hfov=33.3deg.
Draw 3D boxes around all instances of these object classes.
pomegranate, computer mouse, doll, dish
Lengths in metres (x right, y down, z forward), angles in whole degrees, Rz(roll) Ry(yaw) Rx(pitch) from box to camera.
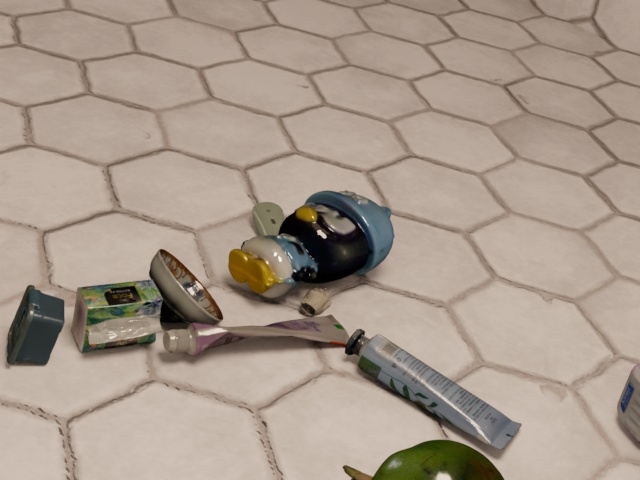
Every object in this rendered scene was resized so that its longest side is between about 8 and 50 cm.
[{"bbox_3d":[0.112,0.319,1.253,0.225,0.187,0.187,7,22,38],"label":"pomegranate"},{"bbox_3d":[-0.083,-0.020,1.828,0.056,0.032,0.110,-3,46,-23],"label":"computer mouse"},{"bbox_3d":[0.000,0.000,1.726,0.314,0.141,0.177,-23,35,-39],"label":"doll"},{"bbox_3d":[-0.217,0.089,1.569,0.141,0.078,0.141,49,3,-3],"label":"dish"}]

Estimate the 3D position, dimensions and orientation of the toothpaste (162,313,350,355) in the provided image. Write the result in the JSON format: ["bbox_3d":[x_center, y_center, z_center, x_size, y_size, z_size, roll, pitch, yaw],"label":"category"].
[{"bbox_3d":[-0.088,0.138,1.563,0.301,0.048,0.075,-1,6,-33],"label":"toothpaste"}]

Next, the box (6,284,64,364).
[{"bbox_3d":[-0.383,0.118,1.441,0.054,0.099,0.074,16,29,-26],"label":"box"}]

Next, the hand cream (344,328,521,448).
[{"bbox_3d":[0.156,0.212,1.534,0.271,0.058,0.091,30,23,19],"label":"hand cream"}]

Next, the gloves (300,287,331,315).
[{"bbox_3d":[-0.007,0.097,1.674,0.044,0.037,0.081,49,25,-10],"label":"gloves"}]

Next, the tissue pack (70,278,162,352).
[{"bbox_3d":[-0.282,0.111,1.495,0.111,0.085,0.079,-5,37,-29],"label":"tissue pack"}]

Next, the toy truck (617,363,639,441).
[{"bbox_3d":[0.527,0.280,1.498,0.155,0.124,0.268,-9,39,-24],"label":"toy truck"}]
